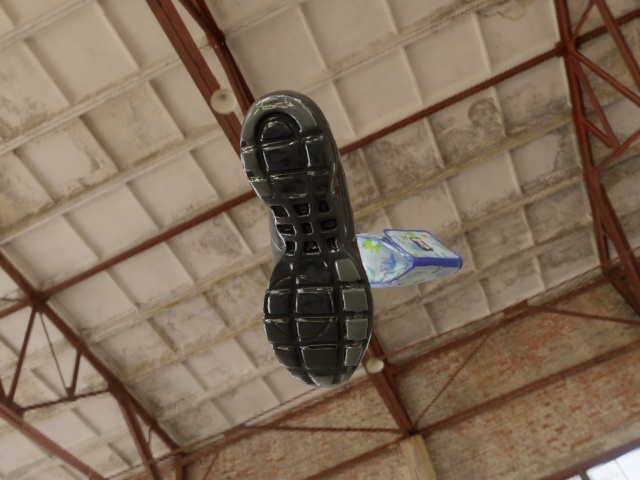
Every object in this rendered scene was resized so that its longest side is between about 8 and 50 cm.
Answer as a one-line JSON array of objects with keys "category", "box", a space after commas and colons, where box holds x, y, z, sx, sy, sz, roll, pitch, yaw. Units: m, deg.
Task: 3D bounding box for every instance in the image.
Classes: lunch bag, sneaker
[{"category": "lunch bag", "box": [0.125, 0.030, 0.919, 0.128, 0.151, 0.096, 1, -88, -43]}, {"category": "sneaker", "box": [0.000, 0.000, 0.534, 0.101, 0.106, 0.267, -3, -78, 14]}]
